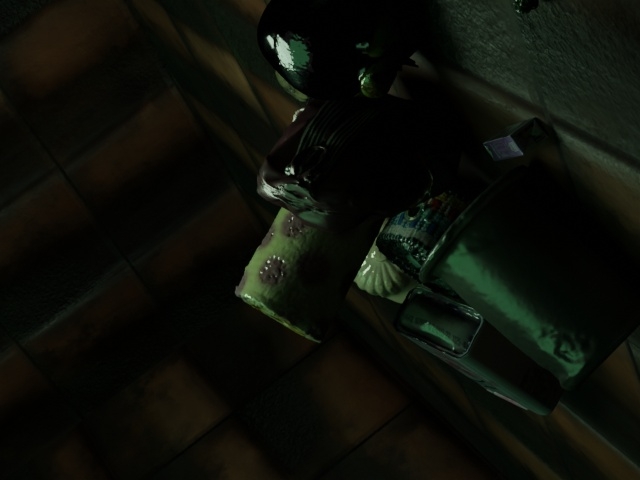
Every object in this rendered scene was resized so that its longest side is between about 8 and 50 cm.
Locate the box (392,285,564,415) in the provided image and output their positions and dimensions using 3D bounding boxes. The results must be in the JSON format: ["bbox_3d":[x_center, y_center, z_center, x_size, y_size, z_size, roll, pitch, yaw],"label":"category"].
[{"bbox_3d":[0.312,0.213,2.248,0.190,0.112,0.370,21,169,42],"label":"box"}]

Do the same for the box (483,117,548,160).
[{"bbox_3d":[0.279,-0.144,1.679,0.036,0.051,0.117,56,169,-6],"label":"box"}]

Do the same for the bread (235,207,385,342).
[{"bbox_3d":[0.000,0.000,2.135,0.187,0.338,0.155,31,172,-29],"label":"bread"}]

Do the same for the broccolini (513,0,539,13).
[{"bbox_3d":[0.235,-0.311,1.335,0.030,0.035,0.140,44,166,26],"label":"broccolini"}]

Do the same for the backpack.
[{"bbox_3d":[0.045,-0.135,1.892,0.283,0.317,0.197,23,127,29],"label":"backpack"}]

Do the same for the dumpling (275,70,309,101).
[{"bbox_3d":[-0.041,-0.340,2.427,0.166,0.086,0.332,59,173,-19],"label":"dumpling"}]

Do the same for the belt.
[{"bbox_3d":[0.221,-0.014,2.093,0.207,0.160,0.295,32,169,10],"label":"belt"}]

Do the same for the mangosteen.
[{"bbox_3d":[0.032,-0.314,1.799,0.243,0.243,0.243,51,170,12],"label":"mangosteen"}]

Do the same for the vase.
[{"bbox_3d":[0.328,0.070,1.749,0.291,0.245,0.245,45,169,13],"label":"vase"}]

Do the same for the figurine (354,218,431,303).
[{"bbox_3d":[0.121,0.034,2.653,0.205,0.185,0.332,11,180,-24],"label":"figurine"}]
